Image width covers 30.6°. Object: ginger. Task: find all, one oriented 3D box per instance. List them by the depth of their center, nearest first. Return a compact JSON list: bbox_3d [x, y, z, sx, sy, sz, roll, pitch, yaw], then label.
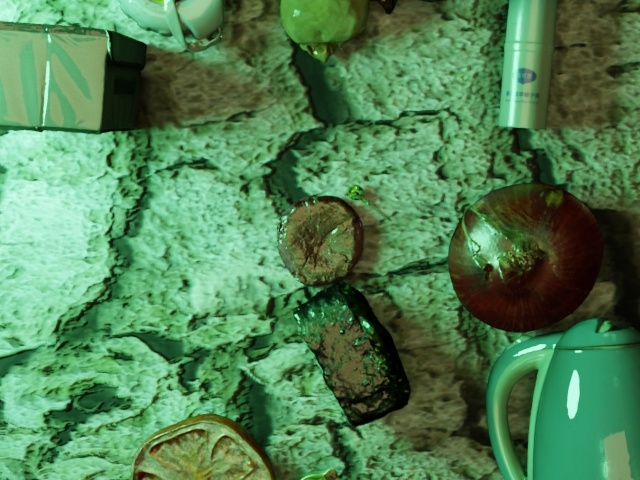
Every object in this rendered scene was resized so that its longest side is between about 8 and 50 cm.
[{"bbox_3d":[0.006,-0.405,1.790,0.138,0.152,0.267,-4,99,-7],"label":"ginger"}]

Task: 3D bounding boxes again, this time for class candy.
[{"bbox_3d":[0.079,-0.060,1.881,0.083,0.023,0.025,37,80,-9],"label":"candy"}]

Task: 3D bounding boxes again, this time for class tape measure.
[{"bbox_3d":[-0.226,-0.417,1.803,0.197,0.120,0.236,12,91,-5],"label":"tape measure"}]

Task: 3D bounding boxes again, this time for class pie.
[{"bbox_3d":[0.000,0.000,1.878,0.153,0.038,0.154,0,98,1],"label":"pie"}]

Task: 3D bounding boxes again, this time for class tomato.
[{"bbox_3d":[-0.188,0.385,1.894,0.236,0.095,0.237,0,99,1],"label":"tomato"}]

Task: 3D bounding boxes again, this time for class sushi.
[{"bbox_3d":[0.054,0.177,1.851,0.127,0.124,0.225,-29,88,4],"label":"sushi"}]

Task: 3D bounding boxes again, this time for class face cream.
[{"bbox_3d":[0.325,-0.300,1.820,0.077,0.077,0.250,4,96,1],"label":"face cream"}]

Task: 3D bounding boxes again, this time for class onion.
[{"bbox_3d":[0.319,0.031,1.822,0.248,0.161,0.248,-2,116,-5],"label":"onion"}]

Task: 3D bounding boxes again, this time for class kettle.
[{"bbox_3d":[0.407,0.293,1.816,0.319,0.247,0.342,-7,88,28],"label":"kettle"}]

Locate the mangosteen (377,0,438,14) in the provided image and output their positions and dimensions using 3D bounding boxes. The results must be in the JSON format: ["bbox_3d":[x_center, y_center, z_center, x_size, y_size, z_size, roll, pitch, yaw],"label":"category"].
[{"bbox_3d":[0.163,-0.464,1.760,0.289,0.231,0.231,-35,94,38],"label":"mangosteen"}]

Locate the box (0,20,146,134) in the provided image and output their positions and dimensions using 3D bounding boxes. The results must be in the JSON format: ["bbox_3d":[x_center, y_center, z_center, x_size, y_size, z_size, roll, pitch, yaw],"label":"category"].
[{"bbox_3d":[-0.378,-0.239,1.758,0.188,0.252,0.153,5,97,0],"label":"box"}]

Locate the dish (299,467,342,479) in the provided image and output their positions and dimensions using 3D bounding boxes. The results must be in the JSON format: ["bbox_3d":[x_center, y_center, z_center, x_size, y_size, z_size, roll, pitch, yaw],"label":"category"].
[{"bbox_3d":[0.001,0.459,1.902,0.148,0.080,0.208,15,97,4],"label":"dish"}]
